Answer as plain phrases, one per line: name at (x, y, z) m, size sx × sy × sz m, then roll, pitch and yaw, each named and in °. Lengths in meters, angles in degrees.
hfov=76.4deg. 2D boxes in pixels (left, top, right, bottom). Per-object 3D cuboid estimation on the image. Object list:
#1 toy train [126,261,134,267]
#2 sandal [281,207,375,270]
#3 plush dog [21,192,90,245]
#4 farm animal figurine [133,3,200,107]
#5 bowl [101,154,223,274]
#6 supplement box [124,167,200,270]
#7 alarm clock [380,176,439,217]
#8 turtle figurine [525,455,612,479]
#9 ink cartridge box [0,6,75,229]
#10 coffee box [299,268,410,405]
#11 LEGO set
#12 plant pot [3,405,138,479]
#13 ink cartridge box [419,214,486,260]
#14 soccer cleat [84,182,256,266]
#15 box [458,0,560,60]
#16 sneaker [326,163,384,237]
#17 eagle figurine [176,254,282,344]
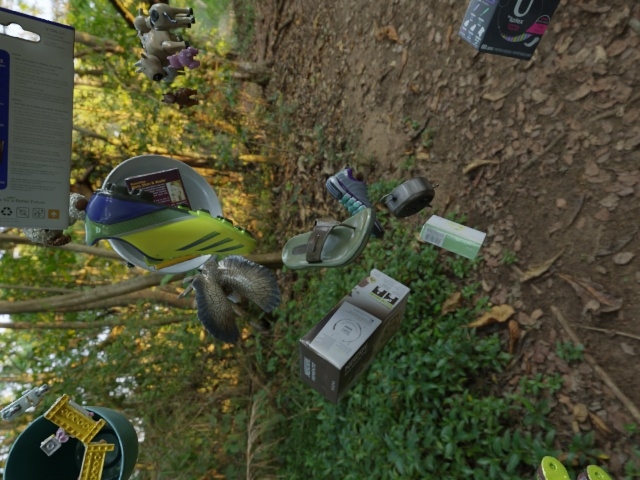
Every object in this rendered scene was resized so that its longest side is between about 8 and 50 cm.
toy train at (-0.534, 0.010, 1.211) m, size 0.036 × 0.027 × 0.158 m, roll -38°, pitch 31°, yaw 51°
sandal at (-0.001, 0.002, 0.918) m, size 0.303 × 0.086 × 0.120 m, roll -19°, pitch 46°, yaw 42°
plush dog at (-1.039, -0.098, 1.557) m, size 0.210 × 0.262 × 0.225 m, roll -20°, pitch 41°, yaw 61°
farm animal figurine at (-0.486, -0.582, 1.238) m, size 0.330 × 0.172 × 0.327 m, roll 106°, pitch 145°, yaw -48°
bowl at (-0.401, -0.048, 0.999) m, size 0.134 × 0.298 × 0.298 m, roll -22°, pitch 60°, yaw 43°
supplement box at (-0.319, -0.042, 0.839) m, size 0.081 × 0.104 × 0.188 m, roll -10°, pitch 98°, yaw 66°
alarm clock at (0.231, -0.111, 1.097) m, size 0.129 × 0.192 × 0.064 m, roll -47°, pitch 57°, yaw 44°
turtle figurine at (0.396, 0.449, 0.678) m, size 0.087 × 0.269 × 0.217 m, roll -52°, pitch -24°, yaw -50°
ink cartridge box at (-0.544, -0.206, 0.722) m, size 0.069 × 0.176 × 0.371 m, roll 20°, pitch 105°, yaw 55°
coffee box at (0.087, 0.231, 1.010) m, size 0.119 × 0.297 × 0.168 m, roll 30°, pitch 138°, yaw 27°
LEGO set at (-0.470, 0.398, 0.776) m, size 0.107 × 0.132 × 0.287 m, roll -20°, pitch 97°, yaw 57°
plant pot at (-0.652, 0.608, 1.137) m, size 0.235 × 0.293 × 0.293 m, roll 99°, pitch 172°, yaw -73°
ink cartridge box at (0.422, -0.028, 1.263) m, size 0.235 × 0.171 × 0.056 m, roll -33°, pitch -38°, yaw -55°
soccer cleat at (-0.249, -0.007, 0.705) m, size 0.093 × 0.289 × 0.121 m, roll 15°, pitch 88°, yaw 54°
box at (0.491, -0.619, 1.015) m, size 0.143 × 0.165 × 0.270 m, roll -102°, pitch 19°, yaw -47°
sneaker at (0.122, -0.112, 1.148) m, size 0.098 × 0.223 × 0.083 m, roll -43°, pitch 6°, yaw -17°
eagle figurine at (-0.293, 0.150, 1.268) m, size 0.298 × 0.225 × 0.226 m, roll 28°, pitch 102°, yaw 45°
